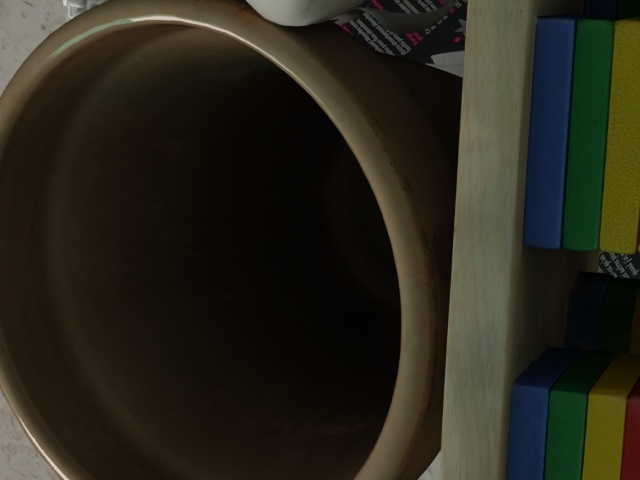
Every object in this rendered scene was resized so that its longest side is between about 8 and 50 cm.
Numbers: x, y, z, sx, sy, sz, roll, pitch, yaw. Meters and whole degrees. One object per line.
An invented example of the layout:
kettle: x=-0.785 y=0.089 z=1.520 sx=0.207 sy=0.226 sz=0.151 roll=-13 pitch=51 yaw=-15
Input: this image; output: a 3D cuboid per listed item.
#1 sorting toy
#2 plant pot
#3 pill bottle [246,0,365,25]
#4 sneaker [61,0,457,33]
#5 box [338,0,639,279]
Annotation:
sorting toy: x=0.127 y=0.003 z=0.824 sx=0.255 sy=0.089 sz=0.257 roll=-23 pitch=-63 yaw=-72
plant pot: x=0.000 y=0.000 z=0.915 sx=0.263 sy=0.263 sz=0.229 roll=50 pitch=-146 yaw=17
pill bottle: x=-0.045 y=-0.237 z=0.763 sx=0.278 sy=0.162 sz=0.162 roll=50 pitch=-179 yaw=8
sneaker: x=-0.039 y=-0.263 z=0.991 sx=0.137 sy=0.210 sz=0.366 roll=46 pitch=-142 yaw=-80
box: x=0.119 y=-0.068 z=1.125 sx=0.247 sy=0.142 sz=0.163 roll=51 pitch=-179 yaw=38
